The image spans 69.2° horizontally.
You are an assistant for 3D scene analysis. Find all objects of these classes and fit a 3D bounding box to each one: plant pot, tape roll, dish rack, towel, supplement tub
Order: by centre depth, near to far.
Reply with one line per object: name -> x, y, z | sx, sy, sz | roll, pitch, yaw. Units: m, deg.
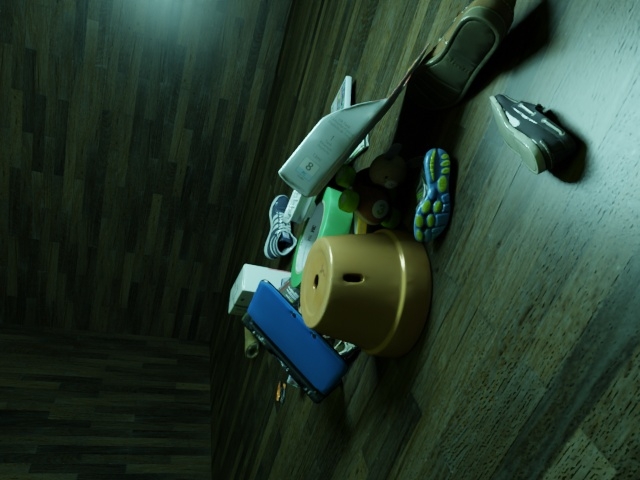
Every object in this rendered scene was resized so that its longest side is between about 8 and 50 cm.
plant pot -> 0.080, 0.105, 1.028 | 0.291, 0.203, 0.291 | -170, 90, -72
tape roll -> 0.000, 0.000, 1.416 | 0.321, 0.077, 0.321 | -161, 90, -78
towel -> 0.112, -0.309, 1.428 | 0.152, 0.023, 0.113 | 146, 133, -68
dish rack -> -0.025, -0.200, 1.503 | 0.285, 0.072, 0.333 | -151, 85, -79
supplement tub -> -0.110, 0.200, 1.566 | 0.198, 0.106, 0.106 | -41, 33, 16

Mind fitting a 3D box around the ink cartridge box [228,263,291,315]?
ink cartridge box -> -0.249, 0.221, 1.918 | 0.283, 0.207, 0.117 | 127, 149, -55

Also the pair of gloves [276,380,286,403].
pair of gloves -> -0.147, 0.572, 1.751 | 0.083, 0.010, 0.074 | 162, 117, -66

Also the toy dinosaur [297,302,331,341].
toy dinosaur -> -0.038, 0.245, 1.440 | 0.200, 0.127, 0.296 | -96, 29, -56

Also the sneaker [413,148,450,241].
sneaker -> 0.225, -0.089, 0.939 | 0.078, 0.067, 0.188 | 59, -142, -86

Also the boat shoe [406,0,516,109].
boat shoe -> 0.269, -0.354, 0.888 | 0.104, 0.110, 0.307 | -57, 8, -14

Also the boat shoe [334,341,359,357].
boat shoe -> 0.075, 0.266, 1.208 | 0.137, 0.043, 0.049 | 121, 154, -44

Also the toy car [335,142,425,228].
toy car -> 0.151, -0.138, 1.051 | 0.188, 0.155, 0.149 | -43, 39, 42

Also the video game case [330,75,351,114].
video game case -> 0.066, -0.421, 1.580 | 0.183, 0.023, 0.201 | 131, 145, -68

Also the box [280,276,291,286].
box -> -0.101, 0.203, 1.705 | 0.137, 0.072, 0.126 | 158, 121, -69

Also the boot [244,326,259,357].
boot -> -0.325, 0.393, 2.254 | 0.270, 0.089, 0.236 | -100, 17, -45

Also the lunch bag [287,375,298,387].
lunch bag -> -0.068, 0.427, 1.528 | 0.083, 0.053, 0.071 | -62, -5, -57

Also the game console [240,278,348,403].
game console -> -0.042, 0.241, 1.180 | 0.173, 0.293, 0.250 | -50, -16, 14

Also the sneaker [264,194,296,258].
sneaker -> -0.156, -0.059, 1.952 | 0.153, 0.099, 0.282 | -6, 72, 63

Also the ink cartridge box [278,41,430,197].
ink cartridge box -> 0.070, -0.269, 1.050 | 0.385, 0.091, 0.308 | -51, 1, 6

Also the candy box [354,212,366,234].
candy box -> 0.103, -0.071, 1.212 | 0.206, 0.027, 0.105 | -86, -4, -56

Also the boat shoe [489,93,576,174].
boat shoe -> 0.322, -0.176, 0.719 | 0.065, 0.075, 0.206 | -24, 37, 15
